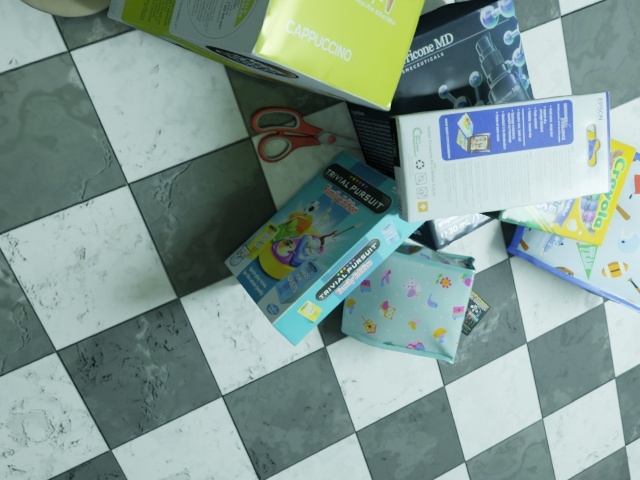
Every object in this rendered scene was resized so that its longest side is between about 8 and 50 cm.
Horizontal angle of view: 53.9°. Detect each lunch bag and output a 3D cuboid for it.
[{"bbox_3d":[0.181,0.119,1.355,0.262,0.160,0.224,12,104,11],"label":"lunch bag"},{"bbox_3d":[0.665,-0.039,1.446,0.385,0.239,0.328,23,99,-2],"label":"lunch bag"}]

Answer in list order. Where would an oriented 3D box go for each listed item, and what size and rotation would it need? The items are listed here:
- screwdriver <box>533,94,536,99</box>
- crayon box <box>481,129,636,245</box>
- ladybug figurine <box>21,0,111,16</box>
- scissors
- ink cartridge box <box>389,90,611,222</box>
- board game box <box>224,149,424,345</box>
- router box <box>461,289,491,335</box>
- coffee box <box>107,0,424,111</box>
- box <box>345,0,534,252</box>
[{"bbox_3d":[0.478,-0.330,1.412,0.025,0.024,0.170,-35,120,24],"label":"screwdriver"},{"bbox_3d":[0.471,-0.112,1.211,0.322,0.083,0.203,11,100,-26],"label":"crayon box"},{"bbox_3d":[-0.391,-0.569,0.937,0.304,0.162,0.450,-1,106,-21],"label":"ladybug figurine"},{"bbox_3d":[0.007,-0.216,1.268,0.296,0.021,0.109,-6,108,-18],"label":"scissors"},{"bbox_3d":[0.306,-0.143,1.065,0.370,0.069,0.176,-8,102,-6],"label":"ink cartridge box"},{"bbox_3d":[0.000,0.000,1.196,0.336,0.254,0.079,-44,127,-4],"label":"board game box"},{"bbox_3d":[0.332,0.154,1.490,0.122,0.038,0.092,41,89,-26],"label":"router box"},{"bbox_3d":[-0.054,-0.422,0.949,0.337,0.334,0.339,4,107,-54],"label":"coffee box"},{"bbox_3d":[0.243,-0.232,1.243,0.293,0.212,0.396,-28,113,-14],"label":"box"}]
